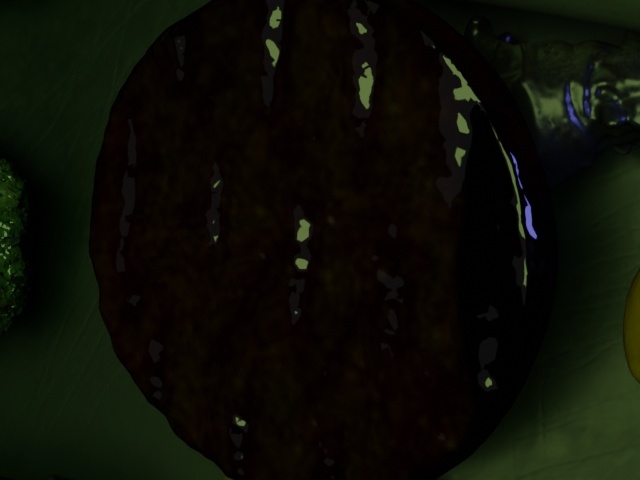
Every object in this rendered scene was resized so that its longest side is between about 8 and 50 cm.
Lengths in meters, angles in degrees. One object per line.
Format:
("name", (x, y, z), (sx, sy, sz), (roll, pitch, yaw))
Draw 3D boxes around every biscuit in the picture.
("biscuit", (0.000, 0.000, 1.472), (0.407, 0.091, 0.407), (4, 98, 30))

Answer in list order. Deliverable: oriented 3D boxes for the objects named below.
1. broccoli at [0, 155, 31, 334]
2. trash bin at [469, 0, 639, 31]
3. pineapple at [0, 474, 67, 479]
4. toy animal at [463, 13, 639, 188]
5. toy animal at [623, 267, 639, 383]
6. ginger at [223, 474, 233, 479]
("broccoli", (-0.372, -0.015, 1.602), (0.270, 0.270, 0.270), (2, 70, -4))
("trash bin", (0.129, -0.307, 1.420), (0.432, 0.280, 0.280), (17, 94, 25))
("pineapple", (-0.321, 0.301, 1.565), (0.344, 0.286, 0.209), (9, 91, 19))
("toy animal", (0.175, -0.102, 1.501), (0.343, 0.106, 0.168), (-22, 70, 19))
("toy animal", (0.409, 0.048, 1.389), (0.345, 0.277, 0.247), (-24, 110, 26))
("ginger", (0.013, 0.222, 1.557), (0.216, 0.102, 0.157), (4, 63, 23))
